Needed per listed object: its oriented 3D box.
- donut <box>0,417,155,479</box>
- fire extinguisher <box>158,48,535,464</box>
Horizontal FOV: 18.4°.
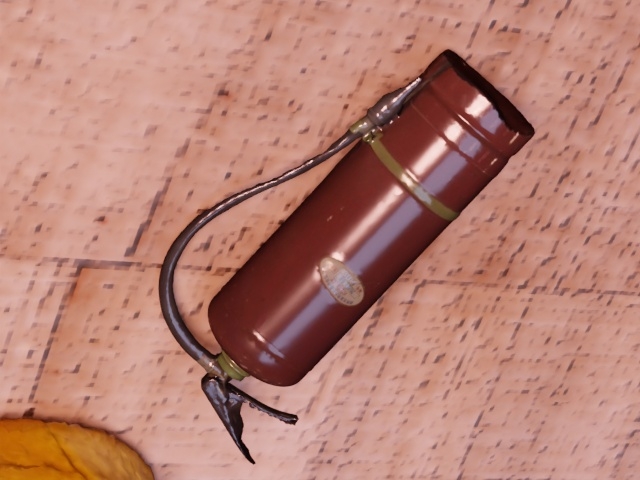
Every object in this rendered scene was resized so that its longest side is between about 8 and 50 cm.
[{"bbox_3d":[-0.131,0.150,0.708,0.190,0.074,0.174,-15,130,-19],"label":"donut"},{"bbox_3d":[0.000,0.000,0.688,0.078,0.045,0.157,40,102,-14],"label":"fire extinguisher"}]
